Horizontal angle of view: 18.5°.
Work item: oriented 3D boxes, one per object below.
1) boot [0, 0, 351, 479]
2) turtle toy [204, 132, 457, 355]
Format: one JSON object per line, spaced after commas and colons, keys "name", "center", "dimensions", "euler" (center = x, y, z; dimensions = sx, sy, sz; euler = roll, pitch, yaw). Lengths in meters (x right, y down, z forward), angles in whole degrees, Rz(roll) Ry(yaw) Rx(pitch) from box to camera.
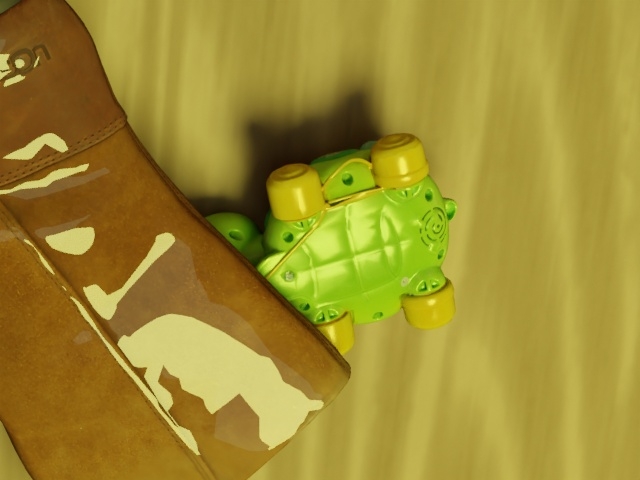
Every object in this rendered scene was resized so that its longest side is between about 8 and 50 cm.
{"name": "boot", "center": [-0.167, 0.030, 0.840], "dimensions": [0.264, 0.096, 0.280], "euler": [-36, 111, 0]}
{"name": "turtle toy", "center": [0.000, 0.000, 0.897], "dimensions": [0.130, 0.066, 0.095], "euler": [-16, 113, -8]}
